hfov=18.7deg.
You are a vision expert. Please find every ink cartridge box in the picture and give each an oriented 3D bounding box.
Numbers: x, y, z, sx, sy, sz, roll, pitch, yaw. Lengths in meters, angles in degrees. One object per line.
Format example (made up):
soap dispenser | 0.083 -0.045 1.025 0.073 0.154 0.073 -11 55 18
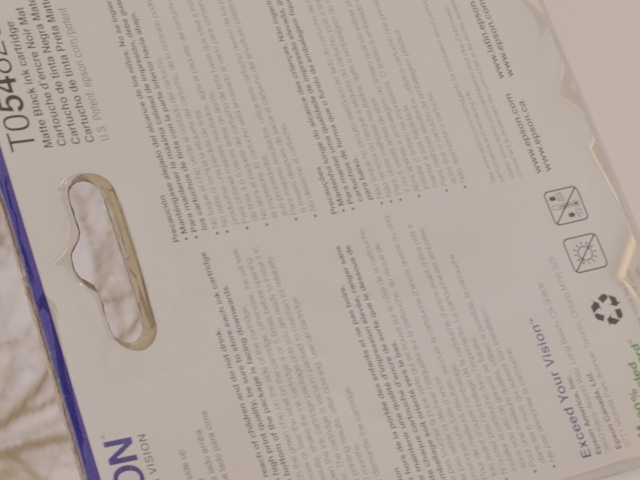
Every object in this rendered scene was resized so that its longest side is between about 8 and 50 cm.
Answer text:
ink cartridge box | 0.000 0.000 0.660 0.045 0.224 0.223 -53 -129 58
